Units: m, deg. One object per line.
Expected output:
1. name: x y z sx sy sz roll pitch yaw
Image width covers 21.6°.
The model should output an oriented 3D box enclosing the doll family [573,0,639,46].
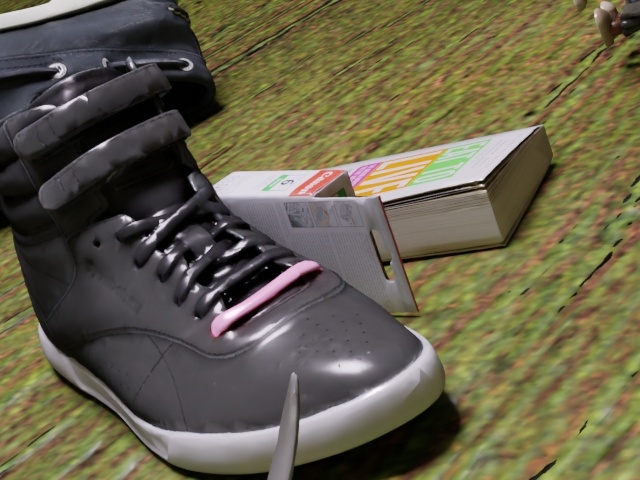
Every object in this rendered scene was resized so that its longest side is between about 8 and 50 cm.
1. doll family: 0.217 -0.156 0.959 0.111 0.076 0.193 -17 18 24

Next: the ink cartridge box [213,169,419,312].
1. ink cartridge box: 0.000 0.000 0.784 0.115 0.063 0.029 0 28 42

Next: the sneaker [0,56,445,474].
1. sneaker: -0.066 0.001 0.727 0.104 0.147 0.296 -29 23 -26

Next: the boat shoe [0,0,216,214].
1. boat shoe: -0.212 -0.071 1.100 0.340 0.113 0.127 -26 -16 -37

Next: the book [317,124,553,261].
1. book: 0.037 -0.020 0.853 0.144 0.035 0.096 -11 19 28

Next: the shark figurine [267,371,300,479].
1. shark figurine: -0.101 0.137 0.445 0.278 0.116 0.166 -13 50 -28
